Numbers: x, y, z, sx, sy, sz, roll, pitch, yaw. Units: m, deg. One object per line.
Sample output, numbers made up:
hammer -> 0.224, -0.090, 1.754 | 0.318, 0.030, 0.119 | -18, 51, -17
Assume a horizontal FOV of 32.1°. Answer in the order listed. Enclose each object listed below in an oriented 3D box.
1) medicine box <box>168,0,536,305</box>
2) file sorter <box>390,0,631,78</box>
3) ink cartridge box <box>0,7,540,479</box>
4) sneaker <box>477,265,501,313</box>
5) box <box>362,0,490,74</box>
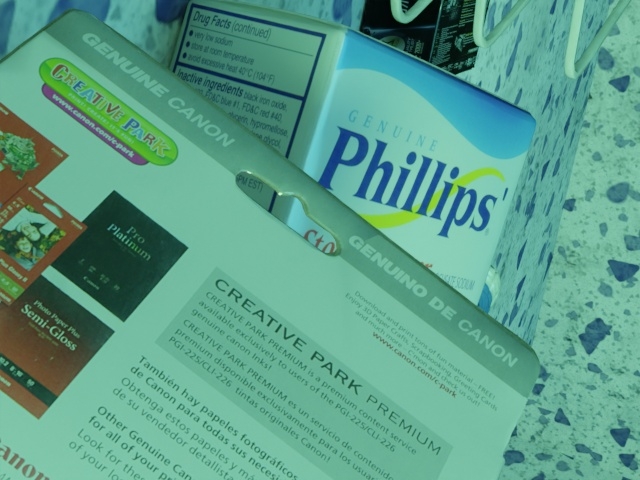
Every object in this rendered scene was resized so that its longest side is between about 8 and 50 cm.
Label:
medicine box -> 0.000, 0.000, 0.833 | 0.263, 0.149, 0.289 | 12, 98, -51
file sorter -> 0.092, -0.257, 0.779 | 0.173, 0.277, 0.193 | -49, 151, -39
ink cartridge box -> -0.086, 0.080, 0.512 | 0.272, 0.309, 0.130 | -53, -179, -41
sneaker -> 0.089, 0.135, 1.206 | 0.147, 0.129, 0.330 | -54, 165, -30
box -> 0.115, -0.246, 1.140 | 0.180, 0.077, 0.147 | -32, 138, -62
